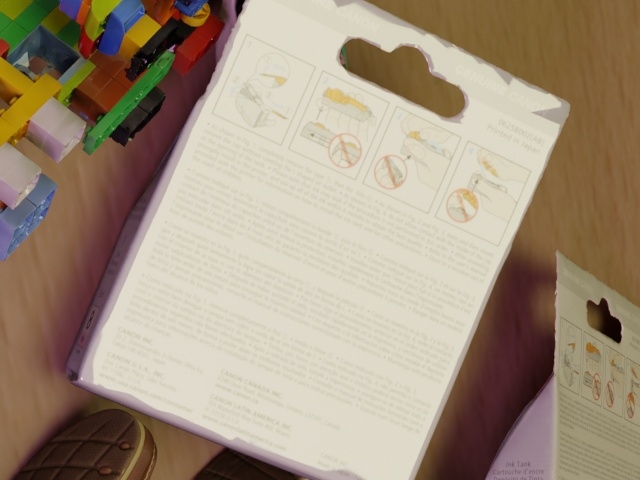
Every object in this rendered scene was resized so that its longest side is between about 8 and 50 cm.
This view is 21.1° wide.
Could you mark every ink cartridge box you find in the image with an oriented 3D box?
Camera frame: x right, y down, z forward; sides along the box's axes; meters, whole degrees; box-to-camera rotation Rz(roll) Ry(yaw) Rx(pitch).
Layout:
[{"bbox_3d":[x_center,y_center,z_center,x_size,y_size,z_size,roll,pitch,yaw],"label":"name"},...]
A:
[{"bbox_3d":[0.159,0.137,1.092,0.181,0.056,0.225,29,58,-58],"label":"ink cartridge box"},{"bbox_3d":[0.000,0.000,0.886,0.189,0.066,0.232,24,83,-17],"label":"ink cartridge box"}]

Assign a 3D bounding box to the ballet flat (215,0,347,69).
[{"bbox_3d":[-0.012,-0.069,0.909,0.079,0.077,0.222,-26,112,-21],"label":"ballet flat"}]

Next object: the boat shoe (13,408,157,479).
[{"bbox_3d":[-0.135,0.166,0.852,0.060,0.064,0.178,40,78,-44],"label":"boat shoe"}]

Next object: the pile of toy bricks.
[{"bbox_3d":[-0.126,-0.094,0.787,0.105,0.118,0.212,38,56,2],"label":"pile of toy bricks"}]

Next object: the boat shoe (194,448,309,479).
[{"bbox_3d":[-0.049,0.160,0.931,0.153,0.056,0.048,-43,133,-25],"label":"boat shoe"}]
